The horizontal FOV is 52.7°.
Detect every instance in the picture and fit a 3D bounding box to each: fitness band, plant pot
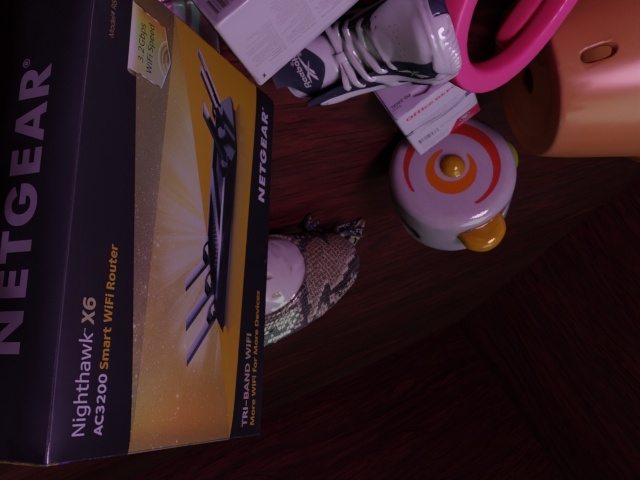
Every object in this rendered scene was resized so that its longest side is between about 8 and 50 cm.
[{"bbox_3d":[0.212,-0.285,0.645,0.209,0.054,0.291,9,117,-58],"label":"fitness band"},{"bbox_3d":[0.357,-0.228,0.833,0.203,0.291,0.291,-13,159,-2],"label":"plant pot"}]

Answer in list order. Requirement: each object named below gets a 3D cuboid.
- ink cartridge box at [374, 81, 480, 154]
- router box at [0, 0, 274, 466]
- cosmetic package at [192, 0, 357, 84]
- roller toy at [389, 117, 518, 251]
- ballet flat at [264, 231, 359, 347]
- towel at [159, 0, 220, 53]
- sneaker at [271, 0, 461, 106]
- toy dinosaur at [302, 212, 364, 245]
[{"bbox_3d":[0.147,-0.191,0.878,0.109,0.063,0.150,-36,160,11],"label":"ink cartridge box"},{"bbox_3d":[-0.127,-0.006,0.484,0.080,0.309,0.243,-4,168,22],"label":"router box"},{"bbox_3d":[0.009,-0.241,0.518,0.239,0.060,0.099,-40,158,3],"label":"cosmetic package"},{"bbox_3d":[0.203,-0.089,1.010,0.146,0.191,0.209,62,42,-70],"label":"roller toy"},{"bbox_3d":[-0.166,0.100,0.970,0.482,0.164,0.182,-25,151,-2],"label":"ballet flat"},{"bbox_3d":[-0.176,-0.138,0.566,0.197,0.029,0.144,-26,159,-17],"label":"towel"},{"bbox_3d":[0.029,-0.173,0.606,0.153,0.094,0.235,-22,-157,-1],"label":"sneaker"},{"bbox_3d":[0.000,0.000,1.129,0.268,0.064,0.118,-14,160,-35],"label":"toy dinosaur"}]
